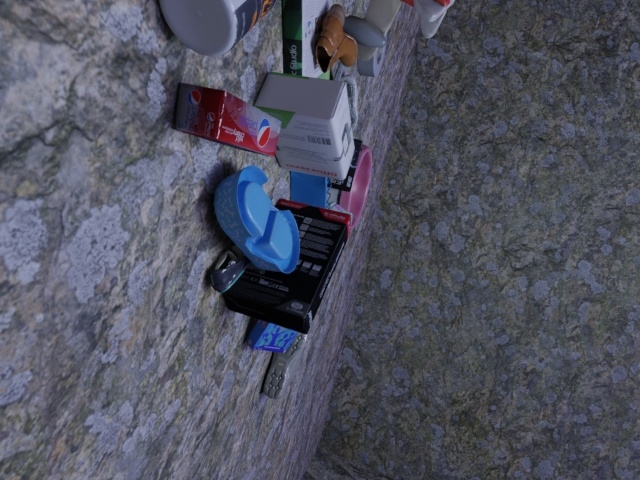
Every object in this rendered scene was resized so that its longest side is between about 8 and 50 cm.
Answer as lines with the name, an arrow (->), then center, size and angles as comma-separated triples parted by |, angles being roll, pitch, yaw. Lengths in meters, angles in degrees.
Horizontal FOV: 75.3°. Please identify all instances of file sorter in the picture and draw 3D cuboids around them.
file sorter -> -0.026, -0.172, 1.357 | 0.105, 0.118, 0.171 | -65, 162, -49

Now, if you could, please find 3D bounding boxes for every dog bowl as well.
dog bowl -> -0.142, -0.038, 0.968 | 0.297, 0.073, 0.166 | 57, 34, -46
dog bowl -> 0.097, -0.222, 1.700 | 0.408, 0.150, 0.409 | 14, 90, -76

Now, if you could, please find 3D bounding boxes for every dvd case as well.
dvd case -> 0.032, -0.469, 1.356 | 0.180, 0.022, 0.253 | 133, -24, -74

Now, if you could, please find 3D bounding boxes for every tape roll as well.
tape roll -> 0.222, -0.813, 1.763 | 0.219, 0.072, 0.220 | 14, 90, -76

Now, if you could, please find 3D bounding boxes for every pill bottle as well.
pill bottle -> -0.139, -0.417, 0.673 | 0.131, 0.130, 0.246 | 85, 24, -51

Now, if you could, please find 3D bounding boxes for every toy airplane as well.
toy airplane -> 0.171, -0.690, 1.080 | 0.272, 0.384, 0.387 | -26, 116, -27

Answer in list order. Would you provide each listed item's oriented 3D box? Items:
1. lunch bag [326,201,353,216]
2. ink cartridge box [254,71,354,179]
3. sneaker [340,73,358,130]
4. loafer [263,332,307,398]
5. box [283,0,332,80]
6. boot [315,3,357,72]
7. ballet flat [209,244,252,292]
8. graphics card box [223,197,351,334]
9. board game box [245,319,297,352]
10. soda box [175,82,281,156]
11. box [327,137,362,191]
lunch bag -> 0.000, 0.000, 1.482 | 0.279, 0.107, 0.224 | -50, 163, -21
ink cartridge box -> -0.028, -0.285, 1.074 | 0.273, 0.198, 0.115 | 68, 38, -67
sneaker -> 0.113, -0.526, 1.602 | 0.115, 0.090, 0.232 | -64, 162, -49
loafer -> -0.127, 0.441, 1.587 | 0.111, 0.111, 0.320 | 61, 53, -76
box -> -0.031, -0.534, 1.118 | 0.232, 0.058, 0.322 | -59, 157, -48
boot -> 0.039, -0.518, 1.146 | 0.197, 0.072, 0.153 | 52, 51, -57
ballet flat -> -0.200, 0.047, 1.011 | 0.203, 0.074, 0.074 | -47, 148, -52
graphics card box -> -0.077, 0.054, 1.147 | 0.094, 0.232, 0.371 | 89, 20, -48
board game box -> -0.117, 0.250, 1.304 | 0.160, 0.047, 0.210 | 25, 98, -51
soda box -> -0.168, -0.226, 0.817 | 0.263, 0.092, 0.084 | -17, 121, -73
box -> 0.051, -0.274, 1.451 | 0.077, 0.147, 0.180 | -141, -116, -82
